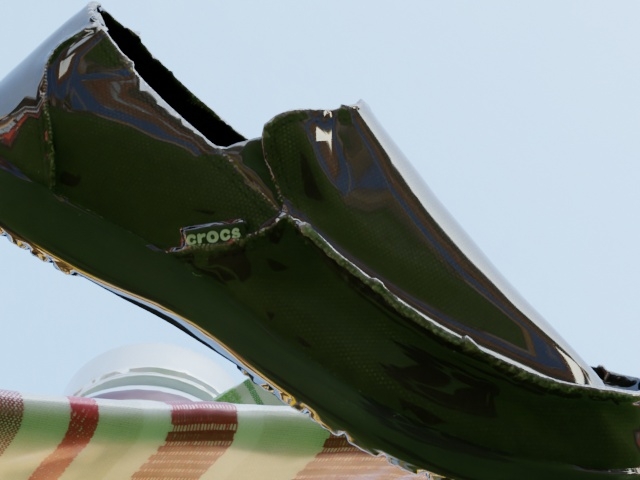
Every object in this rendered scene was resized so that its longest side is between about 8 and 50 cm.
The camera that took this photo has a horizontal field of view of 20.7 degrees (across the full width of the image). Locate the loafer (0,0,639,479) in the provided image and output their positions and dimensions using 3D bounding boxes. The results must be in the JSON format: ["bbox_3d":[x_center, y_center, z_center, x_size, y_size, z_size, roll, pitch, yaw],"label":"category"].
[{"bbox_3d":[0.000,0.000,0.473,0.220,0.080,0.078,27,-86,9],"label":"loafer"}]

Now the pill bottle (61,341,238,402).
[{"bbox_3d":[-0.161,0.265,1.491,0.224,0.392,0.224,1,-63,1],"label":"pill bottle"}]

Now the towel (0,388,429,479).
[{"bbox_3d":[-0.098,0.139,0.835,0.329,0.037,0.237,7,-39,-35],"label":"towel"}]

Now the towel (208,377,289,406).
[{"bbox_3d":[-0.022,0.136,1.121,0.152,0.023,0.113,-33,-110,3],"label":"towel"}]
